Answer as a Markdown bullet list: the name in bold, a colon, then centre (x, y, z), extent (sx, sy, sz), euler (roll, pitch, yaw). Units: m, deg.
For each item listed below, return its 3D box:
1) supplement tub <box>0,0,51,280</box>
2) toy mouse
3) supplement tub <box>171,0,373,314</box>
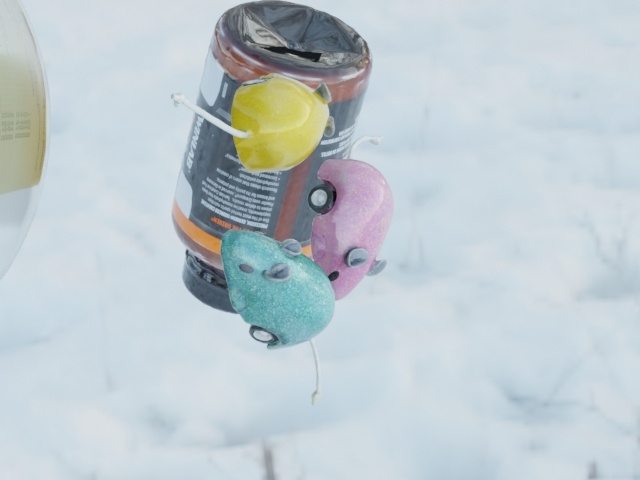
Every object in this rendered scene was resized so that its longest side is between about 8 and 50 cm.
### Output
- **supplement tub**: centre (-0.226, -0.045, 0.765), extent (0.228, 0.228, 0.316), euler (-6, 3, -1)
- **toy mouse**: centre (0.000, 0.000, 0.827), extent (0.031, 0.143, 0.161), euler (-3, 8, 28)
- **supplement tub**: centre (-0.038, -0.049, 1.286), extent (0.106, 0.198, 0.106), euler (12, 32, -7)
